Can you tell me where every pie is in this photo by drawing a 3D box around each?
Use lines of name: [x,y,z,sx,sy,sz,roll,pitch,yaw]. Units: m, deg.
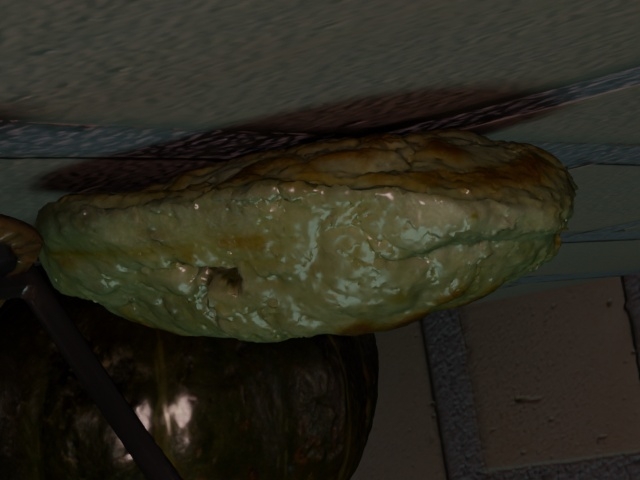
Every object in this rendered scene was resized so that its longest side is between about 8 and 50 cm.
pie: [0.000,0.000,0.884,0.248,0.090,0.201,-7,179,28]

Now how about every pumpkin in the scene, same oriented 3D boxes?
pumpkin: [-0.090,0.074,1.113,0.260,0.189,0.260,-3,-163,1]

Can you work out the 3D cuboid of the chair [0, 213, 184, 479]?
chair: [-0.185,0.047,0.685,0.159,0.247,0.172,-5,150,-40]
